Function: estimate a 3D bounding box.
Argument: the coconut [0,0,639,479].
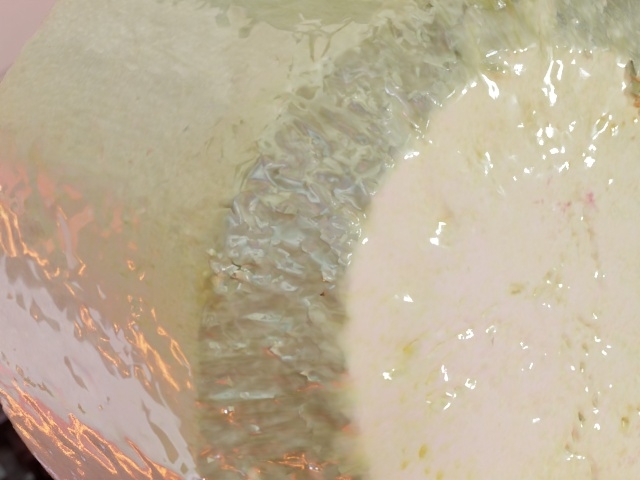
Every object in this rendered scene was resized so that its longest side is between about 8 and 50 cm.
[{"bbox_3d":[0.000,0.000,0.668,0.239,0.244,0.239,-10,107,-37],"label":"coconut"}]
